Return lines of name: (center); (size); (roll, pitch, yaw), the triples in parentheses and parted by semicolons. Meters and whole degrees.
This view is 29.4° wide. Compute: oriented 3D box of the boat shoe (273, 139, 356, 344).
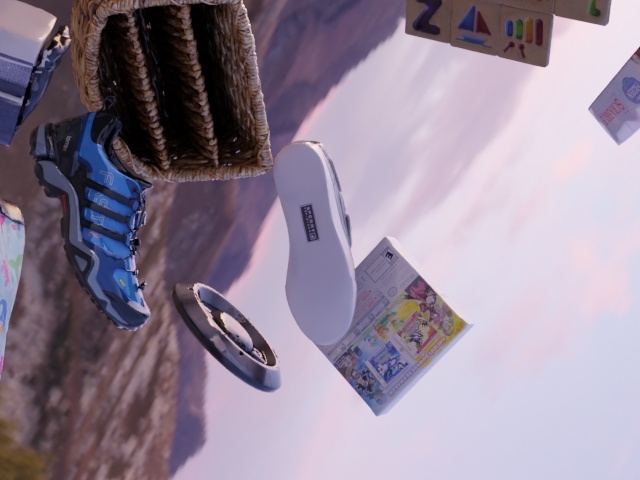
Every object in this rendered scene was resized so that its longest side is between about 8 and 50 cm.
boat shoe: (0.000, 0.000, 1.808); (0.108, 0.301, 0.102); (-11, -176, 21)

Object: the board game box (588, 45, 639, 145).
board game box: (0.456, -0.253, 1.332); (0.318, 0.066, 0.319); (-40, 174, -2)

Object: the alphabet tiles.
alphabet tiles: (0.167, -0.352, 1.214); (0.011, 0.285, 0.343); (-35, 134, -47)

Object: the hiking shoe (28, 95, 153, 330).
hiking shoe: (-0.278, -0.028, 1.621); (0.132, 0.304, 0.113); (-21, -171, 2)

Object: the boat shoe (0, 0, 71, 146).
boat shoe: (-0.465, -0.222, 1.362); (0.127, 0.340, 0.158); (-85, -160, -60)

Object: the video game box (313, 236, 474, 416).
video game box: (0.100, 0.129, 1.846); (0.205, 0.187, 0.048); (-47, 159, 17)

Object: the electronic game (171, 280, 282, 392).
electronic game: (-0.144, 0.148, 1.891); (0.048, 0.229, 0.229); (-44, -170, 9)

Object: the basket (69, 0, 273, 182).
basket: (-0.220, -0.226, 1.718); (0.223, 0.213, 0.299); (45, -29, 47)

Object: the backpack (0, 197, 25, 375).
backpack: (-0.359, 0.053, 0.951); (0.191, 0.225, 0.254); (67, 22, -67)
